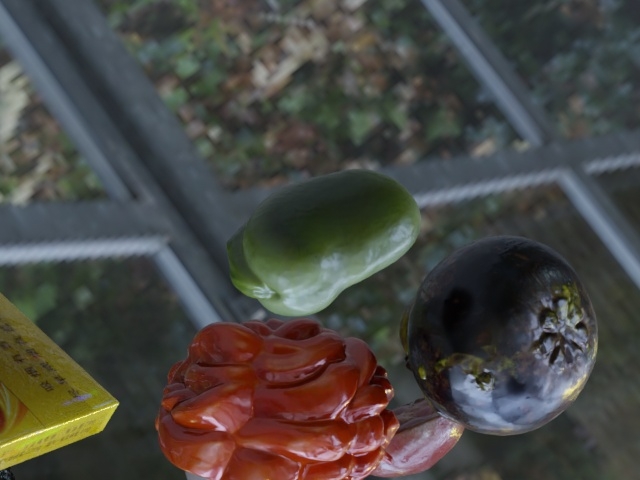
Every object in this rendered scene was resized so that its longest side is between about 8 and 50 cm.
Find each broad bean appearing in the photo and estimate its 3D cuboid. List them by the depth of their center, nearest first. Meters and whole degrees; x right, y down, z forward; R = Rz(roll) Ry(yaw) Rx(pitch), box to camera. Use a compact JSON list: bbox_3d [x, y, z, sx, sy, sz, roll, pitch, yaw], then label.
[{"bbox_3d":[0.000,0.000,1.638,0.174,0.124,0.082,-32,142,-35],"label":"broad bean"}]

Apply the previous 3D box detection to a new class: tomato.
[{"bbox_3d":[0.102,0.229,2.159,0.156,0.069,0.155,-19,-176,2],"label":"tomato"}]

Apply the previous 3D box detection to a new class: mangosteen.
[{"bbox_3d":[0.153,0.092,1.801,0.192,0.192,0.217,-25,-170,-39],"label":"mangosteen"}]

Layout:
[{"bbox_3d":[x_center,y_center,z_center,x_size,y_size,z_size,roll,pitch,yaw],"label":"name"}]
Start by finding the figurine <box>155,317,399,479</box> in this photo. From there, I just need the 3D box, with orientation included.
[{"bbox_3d":[-0.064,0.252,1.859,0.306,0.241,0.411,-52,160,-65],"label":"figurine"}]

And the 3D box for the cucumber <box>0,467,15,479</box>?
[{"bbox_3d":[-0.288,0.261,1.759,0.033,0.135,0.034,-15,171,-43],"label":"cucumber"}]

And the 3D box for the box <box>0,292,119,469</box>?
[{"bbox_3d":[-0.277,0.108,1.356,0.269,0.152,0.043,-15,140,-60],"label":"box"}]
